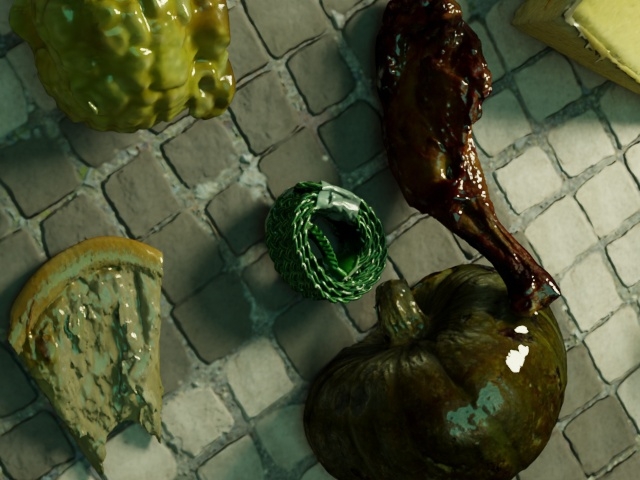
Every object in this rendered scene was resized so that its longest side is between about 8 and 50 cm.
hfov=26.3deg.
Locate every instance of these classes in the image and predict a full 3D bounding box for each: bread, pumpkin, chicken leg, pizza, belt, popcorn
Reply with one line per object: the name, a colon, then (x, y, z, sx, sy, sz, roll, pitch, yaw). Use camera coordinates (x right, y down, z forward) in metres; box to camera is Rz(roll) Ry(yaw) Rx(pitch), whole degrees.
bread: (0.471, -0.299, 1.631, 0.405, 0.242, 0.346, 31, 89, -18)
pumpkin: (0.148, 0.152, 1.537, 0.325, 0.232, 0.242, -42, 105, -17)
chicken leg: (0.157, -0.095, 1.547, 0.096, 0.158, 0.407, -5, 72, -46)
pizza: (-0.244, 0.128, 1.483, 0.181, 0.034, 0.262, -10, 98, -21)
belt: (0.000, 0.000, 1.549, 0.121, 0.079, 0.151, -52, 121, -21)
popcorn: (-0.188, -0.223, 1.395, 0.251, 0.206, 0.237, 26, 70, -32)
